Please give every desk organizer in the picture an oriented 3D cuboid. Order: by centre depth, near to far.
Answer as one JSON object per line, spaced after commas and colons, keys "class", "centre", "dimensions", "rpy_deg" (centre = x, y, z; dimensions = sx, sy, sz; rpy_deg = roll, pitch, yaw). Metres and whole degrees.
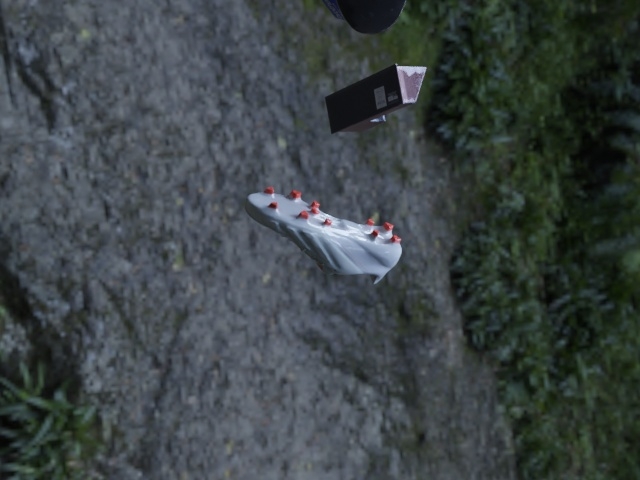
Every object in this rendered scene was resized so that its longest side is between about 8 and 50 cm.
{"class": "desk organizer", "centre": [0.067, -0.163, 1.270], "dimensions": [0.130, 0.050, 0.047], "rpy_deg": [-17, -99, 51]}

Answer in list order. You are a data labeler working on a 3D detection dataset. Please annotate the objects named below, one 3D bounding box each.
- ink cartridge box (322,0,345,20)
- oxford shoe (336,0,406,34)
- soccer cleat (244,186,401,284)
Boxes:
{"class": "ink cartridge box", "centre": [0.024, -0.398, 1.641], "dimensions": [0.046, 0.097, 0.207], "rpy_deg": [-61, 144, -8]}
{"class": "oxford shoe", "centre": [0.039, -0.270, 0.944], "dimensions": [0.076, 0.076, 0.212], "rpy_deg": [107, -19, -76]}
{"class": "soccer cleat", "centre": [0.000, 0.000, 1.236], "dimensions": [0.076, 0.196, 0.068], "rpy_deg": [-63, -157, 24]}
